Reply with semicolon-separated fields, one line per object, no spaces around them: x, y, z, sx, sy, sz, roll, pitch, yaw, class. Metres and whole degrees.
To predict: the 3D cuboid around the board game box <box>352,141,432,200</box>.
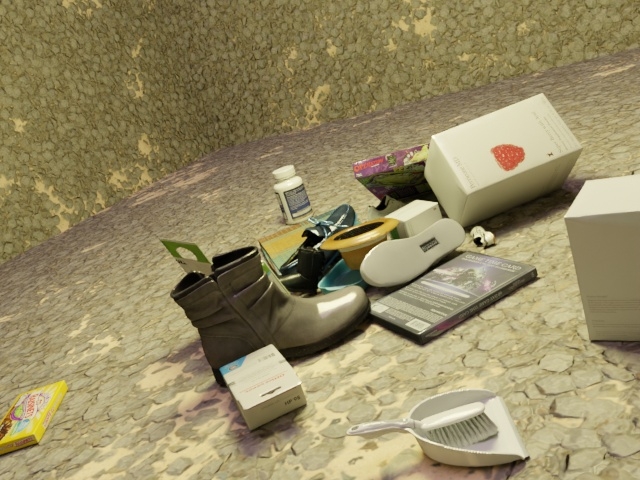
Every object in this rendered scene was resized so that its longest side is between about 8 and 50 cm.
0.226;-0.174;1.805;0.208;0.056;0.347;-18;-12;13;board game box

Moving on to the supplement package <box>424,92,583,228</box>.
0.416;-0.181;1.568;0.292;0.178;0.175;-22;-25;-9;supplement package

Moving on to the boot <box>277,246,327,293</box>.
-0.046;0.063;1.479;0.121;0.099;0.045;7;12;-26;boot

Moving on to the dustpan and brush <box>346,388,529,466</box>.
0.142;0.241;0.869;0.211;0.060;0.147;-17;17;6;dustpan and brush

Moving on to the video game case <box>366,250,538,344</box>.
0.239;0.098;1.267;0.274;0.026;0.196;-25;18;-21;video game case

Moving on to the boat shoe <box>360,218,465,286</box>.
0.185;0.035;1.408;0.267;0.096;0.088;-29;-16;-31;boat shoe

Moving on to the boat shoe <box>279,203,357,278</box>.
0.000;0.000;1.570;0.109;0.089;0.258;-16;34;50;boat shoe

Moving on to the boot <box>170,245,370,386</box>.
-0.083;0.105;1.234;0.338;0.223;0.118;-25;18;-15;boot

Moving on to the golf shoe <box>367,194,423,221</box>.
0.199;-0.085;1.764;0.176;0.086;0.069;-26;17;-27;golf shoe

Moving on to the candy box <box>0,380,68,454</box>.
-0.584;0.353;1.345;0.105;0.027;0.206;-16;17;-1;candy box

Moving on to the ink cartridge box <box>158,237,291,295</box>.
-0.194;0.065;1.406;0.097;0.255;0.188;-47;28;-23;ink cartridge box

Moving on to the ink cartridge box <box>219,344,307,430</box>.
-0.092;0.244;1.105;0.104;0.060;0.180;-23;17;-14;ink cartridge box

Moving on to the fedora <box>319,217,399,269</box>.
0.094;0.012;1.463;0.194;0.079;0.194;-20;9;3;fedora

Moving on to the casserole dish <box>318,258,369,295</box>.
0.071;0.078;1.481;0.114;0.037;0.188;-9;19;30;casserole dish

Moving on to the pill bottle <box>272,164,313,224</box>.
-0.090;-0.143;2.096;0.094;0.169;0.094;-17;18;6;pill bottle

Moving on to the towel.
-0.018;0.003;1.806;0.271;0.040;0.370;-22;16;-8;towel

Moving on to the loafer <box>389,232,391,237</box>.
0.227;-0.053;1.695;0.056;0.050;0.148;1;26;47;loafer

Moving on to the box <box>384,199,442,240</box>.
0.219;-0.025;1.532;0.102;0.101;0.087;-28;20;-23;box

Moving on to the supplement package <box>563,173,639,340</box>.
0.477;0.020;0.955;0.194;0.203;0.149;-5;22;36;supplement package

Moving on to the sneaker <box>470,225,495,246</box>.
0.344;-0.008;1.466;0.037;0.032;0.083;-23;17;-13;sneaker
